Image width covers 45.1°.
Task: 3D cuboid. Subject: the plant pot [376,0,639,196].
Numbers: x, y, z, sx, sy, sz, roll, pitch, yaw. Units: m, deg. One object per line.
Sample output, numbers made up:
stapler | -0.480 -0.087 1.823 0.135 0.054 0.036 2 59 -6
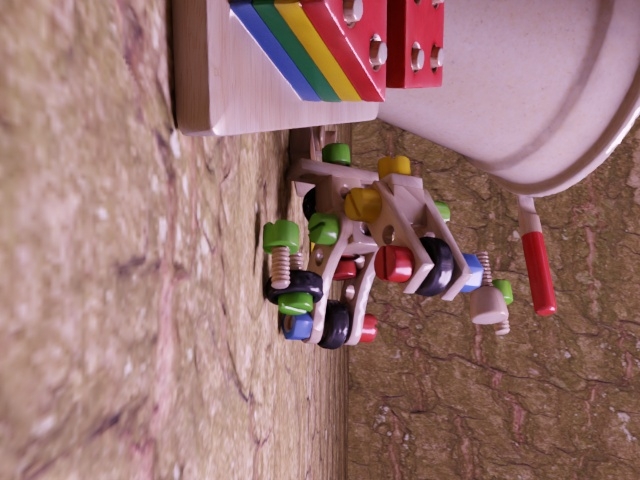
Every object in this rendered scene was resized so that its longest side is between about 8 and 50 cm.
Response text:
plant pot | 0.135 -0.237 0.825 0.334 0.305 0.334 -170 -90 -69

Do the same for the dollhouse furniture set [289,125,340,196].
dollhouse furniture set | 0.029 -0.155 1.007 0.144 0.123 0.151 81 11 -64

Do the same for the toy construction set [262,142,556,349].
toy construction set | 0.089 -0.021 0.862 0.257 0.309 0.237 100 -11 -65

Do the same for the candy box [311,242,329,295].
candy box | 0.000 0.000 1.272 0.105 0.027 0.206 -38 128 -81

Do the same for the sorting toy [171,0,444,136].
sorting toy | 0.012 -0.203 0.502 0.255 0.089 0.257 -23 115 -62
